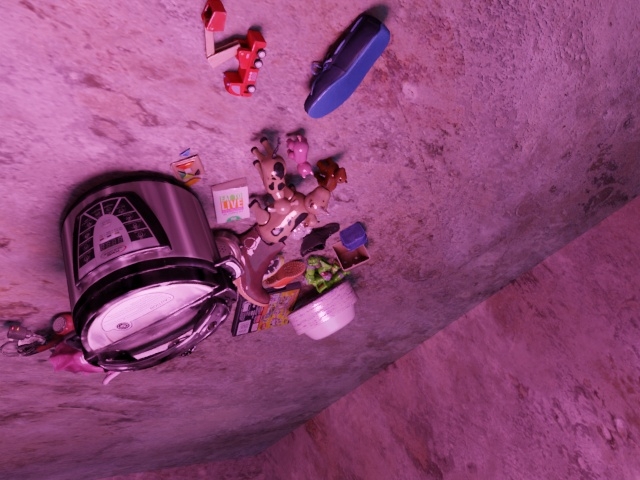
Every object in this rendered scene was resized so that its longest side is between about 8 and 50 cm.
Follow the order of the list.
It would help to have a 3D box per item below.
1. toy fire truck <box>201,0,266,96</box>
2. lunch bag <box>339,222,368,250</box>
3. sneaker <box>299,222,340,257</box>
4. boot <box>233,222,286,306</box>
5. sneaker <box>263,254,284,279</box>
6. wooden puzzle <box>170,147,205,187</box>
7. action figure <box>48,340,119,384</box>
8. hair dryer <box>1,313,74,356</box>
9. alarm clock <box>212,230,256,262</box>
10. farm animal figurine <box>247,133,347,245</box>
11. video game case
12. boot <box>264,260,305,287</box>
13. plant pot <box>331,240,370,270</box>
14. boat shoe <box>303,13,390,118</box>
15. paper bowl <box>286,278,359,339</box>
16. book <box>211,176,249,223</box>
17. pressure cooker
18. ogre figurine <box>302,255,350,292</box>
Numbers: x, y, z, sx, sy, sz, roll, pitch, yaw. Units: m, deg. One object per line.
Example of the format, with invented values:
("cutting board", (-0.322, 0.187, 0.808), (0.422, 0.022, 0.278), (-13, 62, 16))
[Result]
("toy fire truck", (-0.185, -0.385, 1.028), (0.135, 0.047, 0.192), (-5, 143, -30))
("lunch bag", (0.117, -0.007, 1.783), (0.098, 0.067, 0.065), (-29, 148, 4))
("sneaker", (0.001, -0.002, 1.685), (0.170, 0.089, 0.051), (-12, 146, -22))
("boot", (-0.188, 0.080, 1.589), (0.207, 0.090, 0.248), (-37, 114, 10))
("sneaker", (-0.205, 0.108, 1.709), (0.209, 0.081, 0.094), (-27, 177, 23))
("wooden puzzle", (-0.331, -0.178, 1.255), (0.079, 0.014, 0.116), (-26, 148, -2))
("action figure", (-0.569, 0.323, 1.406), (0.370, 0.248, 0.275), (-8, 124, 26))
("hair dryer", (-0.814, 0.291, 1.552), (0.294, 0.080, 0.223), (5, 152, -32))
("alarm clock", (-0.282, 0.033, 1.491), (0.192, 0.064, 0.129), (-20, 113, 3))
("farm animal figurine", (-0.072, -0.110, 1.355), (0.330, 0.172, 0.326), (2, 135, -48))
("video game case", (-0.218, 0.275, 1.980), (0.248, 0.035, 0.274), (-10, 144, -25))
("boot", (-0.121, 0.127, 1.821), (0.158, 0.059, 0.084), (-23, 152, 9))
("plant pot", (0.113, 0.059, 1.850), (0.109, 0.109, 0.096), (-24, 159, -5))
("boat shoe", (0.051, -0.397, 1.155), (0.258, 0.089, 0.109), (-44, 158, 17))
("paper bowl", (0.022, 0.282, 1.957), (0.284, 0.148, 0.284), (-31, 179, -1))
("book", (-0.251, -0.108, 1.403), (0.096, 0.035, 0.144), (-14, 148, -13))
("pressure cooker", (-0.407, 0.097, 1.212), (0.376, 0.420, 0.370), (3, 138, -39))
("ogre figurine", (0.011, 0.127, 1.878), (0.118, 0.097, 0.197), (-54, 152, 19))
